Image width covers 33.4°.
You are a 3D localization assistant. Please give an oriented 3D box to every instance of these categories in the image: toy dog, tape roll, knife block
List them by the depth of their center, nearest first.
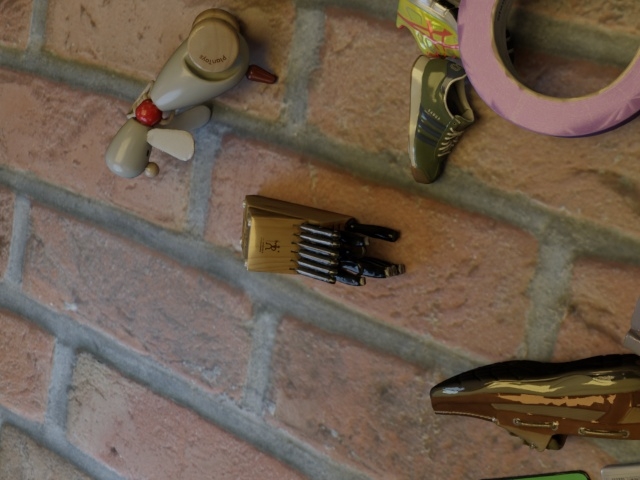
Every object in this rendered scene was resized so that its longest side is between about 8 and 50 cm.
[{"bbox_3d":[0.315,-0.267,1.336,0.274,0.090,0.275,1,94,21],"label":"tape roll"},{"bbox_3d":[0.000,0.000,1.681,0.276,0.242,0.088,-122,38,-76],"label":"knife block"},{"bbox_3d":[-0.201,-0.226,1.753,0.161,0.220,0.333,35,129,-14],"label":"toy dog"}]

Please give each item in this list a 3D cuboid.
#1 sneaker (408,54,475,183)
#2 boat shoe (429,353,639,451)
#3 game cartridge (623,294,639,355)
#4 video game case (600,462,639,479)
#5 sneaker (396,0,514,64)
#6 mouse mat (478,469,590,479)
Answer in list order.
[{"bbox_3d":[0.175,-0.163,1.505,0.086,0.064,0.192,13,120,30],"label":"sneaker"},{"bbox_3d":[0.298,0.229,1.445,0.324,0.122,0.120,-9,93,39],"label":"boat shoe"},{"bbox_3d":[0.502,0.043,1.234,0.230,0.068,0.355,29,135,27],"label":"game cartridge"},{"bbox_3d":[0.480,0.376,1.384,0.201,0.023,0.183,-15,87,37],"label":"video game case"},{"bbox_3d":[0.186,-0.286,1.499,0.208,0.081,0.094,46,135,26],"label":"sneaker"},{"bbox_3d":[0.316,0.410,1.526,0.189,0.007,0.153,-16,86,37],"label":"mouse mat"}]
